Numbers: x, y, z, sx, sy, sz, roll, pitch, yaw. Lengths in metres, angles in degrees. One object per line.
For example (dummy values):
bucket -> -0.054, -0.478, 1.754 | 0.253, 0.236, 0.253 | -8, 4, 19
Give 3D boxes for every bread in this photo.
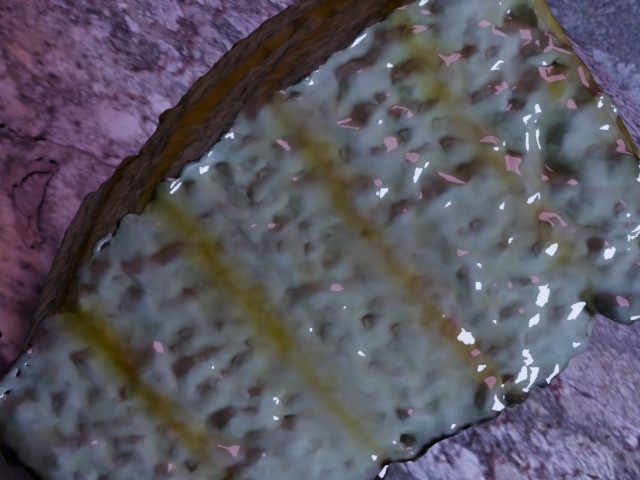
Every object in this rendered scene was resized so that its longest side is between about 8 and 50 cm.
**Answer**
bread -> -0.007, 0.004, 0.833 | 0.239, 0.395, 0.264 | 53, 2, -18

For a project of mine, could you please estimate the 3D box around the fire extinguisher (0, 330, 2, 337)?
fire extinguisher -> -0.234, 0.116, 0.612 | 0.089, 0.072, 0.267 | 5, 32, 7
